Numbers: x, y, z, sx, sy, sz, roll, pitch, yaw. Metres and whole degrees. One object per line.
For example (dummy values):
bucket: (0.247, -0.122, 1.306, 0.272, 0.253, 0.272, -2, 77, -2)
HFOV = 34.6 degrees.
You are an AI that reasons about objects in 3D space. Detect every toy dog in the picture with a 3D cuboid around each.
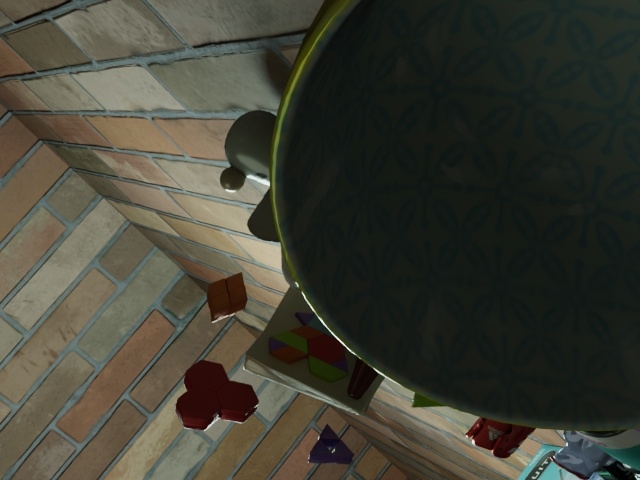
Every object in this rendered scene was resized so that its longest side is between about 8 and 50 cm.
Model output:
toy dog: (0.010, 0.028, 1.042, 0.333, 0.161, 0.220, 40, 173, 36)

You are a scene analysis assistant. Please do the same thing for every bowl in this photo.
bowl: (0.126, -0.066, 0.462, 0.289, 0.289, 0.156, 48, -153, -32)

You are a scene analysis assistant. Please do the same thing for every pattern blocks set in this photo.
pattern blocks set: (0.010, 0.104, 1.089, 0.285, 0.325, 0.026, 15, 127, 2)

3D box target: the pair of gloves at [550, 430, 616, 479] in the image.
pair of gloves: (0.346, 0.236, 1.099, 0.198, 0.023, 0.159, 31, 137, 12)

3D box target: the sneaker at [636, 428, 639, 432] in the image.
sneaker: (0.248, 0.090, 0.649, 0.161, 0.102, 0.282, 34, -162, 16)

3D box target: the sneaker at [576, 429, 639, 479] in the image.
sneaker: (0.268, 0.134, 0.910, 0.178, 0.124, 0.295, 35, -175, -18)

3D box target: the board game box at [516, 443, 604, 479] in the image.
board game box: (0.314, 0.400, 1.353, 0.079, 0.254, 0.336, 41, 167, -4)

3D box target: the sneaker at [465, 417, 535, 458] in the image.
sneaker: (0.221, 0.179, 1.147, 0.087, 0.128, 0.221, 32, 165, 31)

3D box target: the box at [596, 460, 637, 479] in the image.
box: (0.339, 0.242, 1.180, 0.083, 0.062, 0.052, 39, 168, 3)
